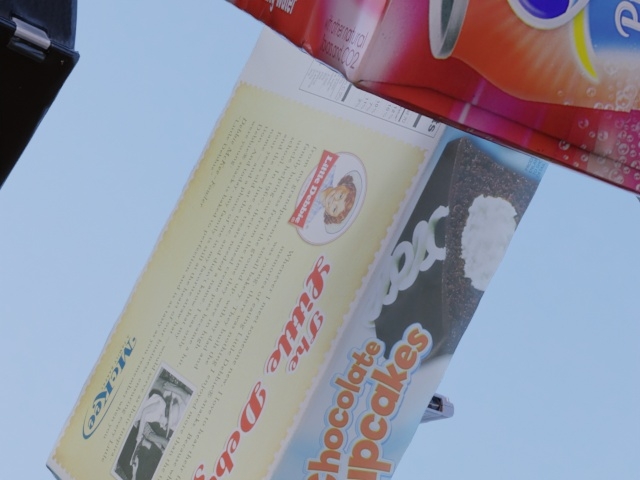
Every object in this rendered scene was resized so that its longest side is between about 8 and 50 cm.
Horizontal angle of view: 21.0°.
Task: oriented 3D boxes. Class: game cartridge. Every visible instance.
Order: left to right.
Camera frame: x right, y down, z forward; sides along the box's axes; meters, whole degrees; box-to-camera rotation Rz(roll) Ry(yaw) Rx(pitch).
[{"bbox_3d":[0.038,0.099,1.035,0.056,0.017,0.083,-10,-18,29],"label":"game cartridge"}]

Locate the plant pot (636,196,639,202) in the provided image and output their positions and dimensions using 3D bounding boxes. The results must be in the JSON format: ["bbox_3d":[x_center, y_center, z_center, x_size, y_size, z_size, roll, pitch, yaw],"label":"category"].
[{"bbox_3d":[0.347,-0.119,1.023,0.255,0.272,0.271,4,-21,-27],"label":"plant pot"}]

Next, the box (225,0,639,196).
[{"bbox_3d":[0.059,-0.101,0.526,0.122,0.128,0.257,20,9,-15],"label":"box"}]

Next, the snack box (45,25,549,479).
[{"bbox_3d":[0.000,0.000,0.771,0.060,0.322,0.187,27,0,-31],"label":"snack box"}]

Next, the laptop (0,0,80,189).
[{"bbox_3d":[-0.392,-0.204,1.269,0.382,0.408,0.236,24,15,-35],"label":"laptop"}]
